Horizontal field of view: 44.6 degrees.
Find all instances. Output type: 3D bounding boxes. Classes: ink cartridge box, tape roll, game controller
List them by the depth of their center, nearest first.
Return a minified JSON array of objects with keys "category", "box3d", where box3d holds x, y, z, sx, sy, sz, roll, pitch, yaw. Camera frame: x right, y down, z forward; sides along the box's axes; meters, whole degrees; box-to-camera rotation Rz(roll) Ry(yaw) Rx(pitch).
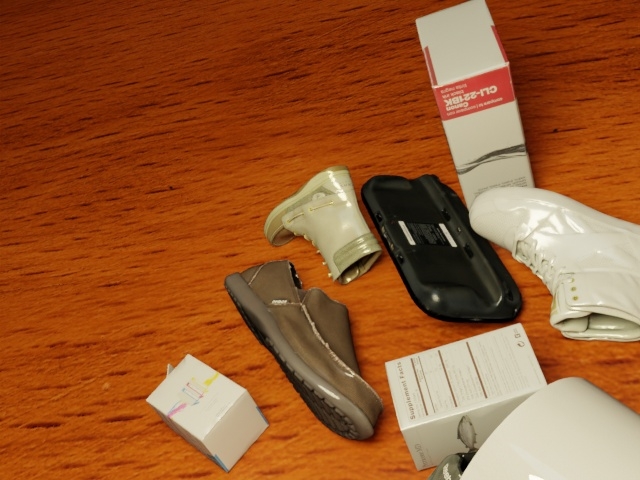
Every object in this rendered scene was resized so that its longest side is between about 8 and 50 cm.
[{"category":"tape roll","box3d":[0.258,0.279,0.756,0.246,0.246,0.169,-38,45,-16]},{"category":"ink cartridge box","box3d":[-0.162,0.235,1.086,0.143,0.092,0.090,22,59,39]},{"category":"game controller","box3d":[0.172,0.004,1.162,0.166,0.067,0.319,-4,40,-16]},{"category":"ink cartridge box","box3d":[0.245,-0.202,1.219,0.114,0.273,0.197,-16,43,13]}]

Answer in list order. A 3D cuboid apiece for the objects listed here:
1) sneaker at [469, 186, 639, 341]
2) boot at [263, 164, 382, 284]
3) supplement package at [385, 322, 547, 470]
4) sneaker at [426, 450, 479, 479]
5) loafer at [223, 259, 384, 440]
[{"category":"sneaker","box3d":[0.318,0.034,1.056,0.292,0.108,0.169,18,55,24]},{"category":"boot","box3d":[0.000,0.000,1.249,0.077,0.213,0.165,-9,68,-44]},{"category":"supplement package","box3d":[0.184,0.195,0.970,0.179,0.105,0.105,-18,43,6]},{"category":"sneaker","box3d":[0.143,0.296,0.887,0.234,0.106,0.078,-28,42,-5]},{"category":"loafer","box3d":[-0.013,0.126,1.099,0.130,0.134,0.366,-34,44,-11]}]
